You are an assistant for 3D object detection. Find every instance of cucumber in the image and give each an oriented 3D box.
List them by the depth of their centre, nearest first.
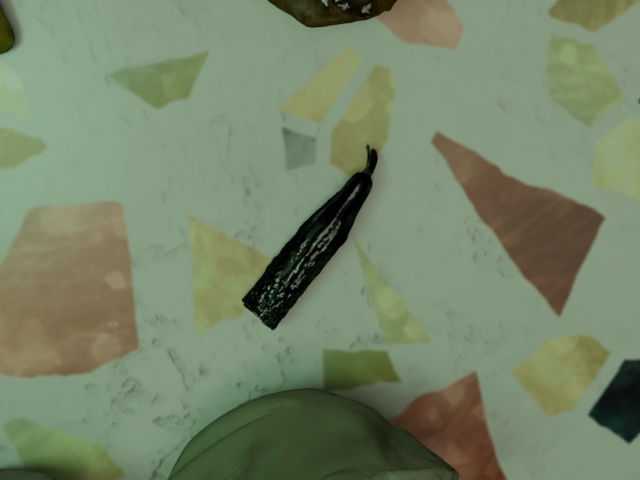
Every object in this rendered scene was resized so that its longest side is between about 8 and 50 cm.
[{"bbox_3d":[0.000,0.000,1.161,0.039,0.043,0.163,31,105,-42],"label":"cucumber"}]

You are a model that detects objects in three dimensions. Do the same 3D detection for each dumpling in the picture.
[{"bbox_3d":[-0.038,0.214,1.104,0.175,0.227,0.243,42,101,2],"label":"dumpling"}]

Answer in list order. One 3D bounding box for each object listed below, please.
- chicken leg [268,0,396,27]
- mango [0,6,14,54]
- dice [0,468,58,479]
[{"bbox_3d":[-0.044,-0.218,1.104,0.252,0.087,0.107,6,80,8],"label":"chicken leg"},{"bbox_3d":[-0.312,-0.207,1.122,0.101,0.066,0.187,-39,105,9],"label":"mango"},{"bbox_3d":[-0.284,0.338,1.122,0.243,0.259,0.251,-15,101,7],"label":"dice"}]
